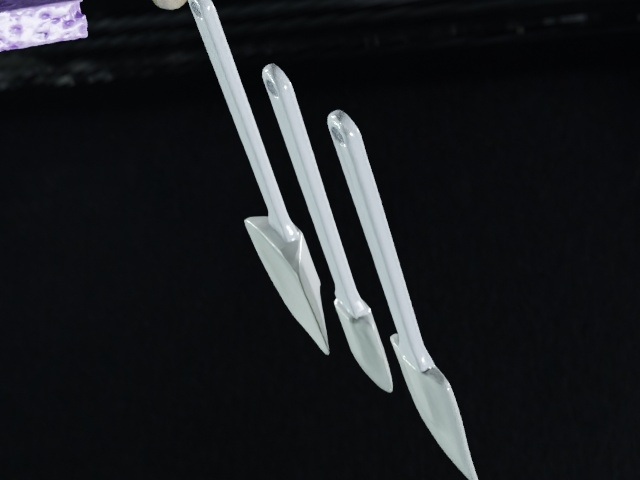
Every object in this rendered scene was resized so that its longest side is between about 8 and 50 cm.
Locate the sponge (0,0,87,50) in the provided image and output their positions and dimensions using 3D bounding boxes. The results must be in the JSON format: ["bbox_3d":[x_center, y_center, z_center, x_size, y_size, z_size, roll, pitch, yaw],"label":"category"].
[{"bbox_3d":[-0.259,-0.162,1.147,0.117,0.031,0.210,-17,-155,-28],"label":"sponge"}]

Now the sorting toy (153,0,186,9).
[{"bbox_3d":[-0.058,-0.292,0.759,0.041,0.307,0.229,4,-133,-16],"label":"sorting toy"}]

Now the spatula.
[{"bbox_3d":[0.000,0.000,0.765,0.019,0.242,0.168,-33,-133,-12],"label":"spatula"}]
